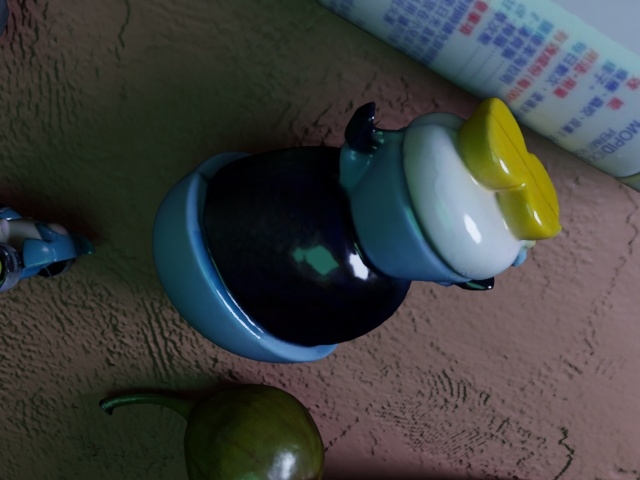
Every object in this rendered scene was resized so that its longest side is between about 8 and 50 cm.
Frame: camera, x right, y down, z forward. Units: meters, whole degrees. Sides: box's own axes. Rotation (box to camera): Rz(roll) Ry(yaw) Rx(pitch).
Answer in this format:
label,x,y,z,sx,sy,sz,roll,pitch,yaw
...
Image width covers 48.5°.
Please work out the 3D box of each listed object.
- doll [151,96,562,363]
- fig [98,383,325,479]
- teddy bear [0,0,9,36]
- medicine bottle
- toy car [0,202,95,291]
label,x,y,z,sx,sy,sz,roll,pitch,yaw
doll,0.000,0.000,0.499,0.314,0.141,0.177,-19,125,34
fig,-0.105,0.177,0.649,0.236,0.124,0.124,15,119,31
teddy bear,-0.259,-0.241,0.452,0.171,0.144,0.251,36,114,9
medicine bottle,0.172,-0.116,0.427,0.341,0.130,0.130,30,117,-3
toy car,-0.283,-0.002,0.584,0.161,0.126,0.098,-16,94,11
